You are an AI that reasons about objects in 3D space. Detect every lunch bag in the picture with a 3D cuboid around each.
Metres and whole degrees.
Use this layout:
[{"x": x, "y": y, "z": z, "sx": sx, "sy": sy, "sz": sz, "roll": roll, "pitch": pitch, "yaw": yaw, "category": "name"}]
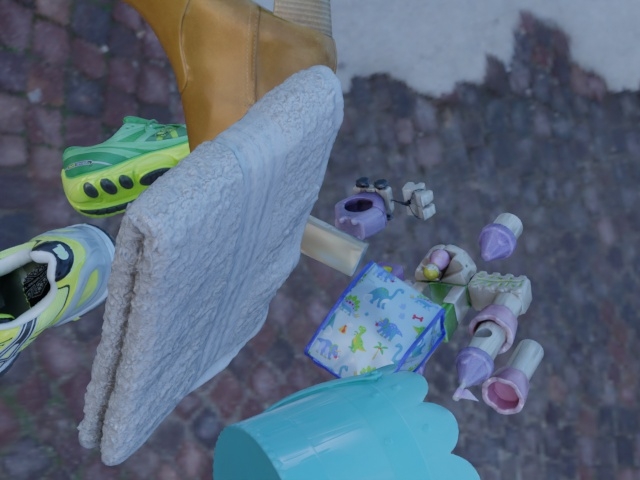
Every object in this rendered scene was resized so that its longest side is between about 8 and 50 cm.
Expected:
[{"x": 0.072, "y": 0.127, "z": 1.715, "sx": 0.151, "sy": 0.129, "sz": 0.096, "roll": -48, "pitch": 155, "yaw": -22, "category": "lunch bag"}]

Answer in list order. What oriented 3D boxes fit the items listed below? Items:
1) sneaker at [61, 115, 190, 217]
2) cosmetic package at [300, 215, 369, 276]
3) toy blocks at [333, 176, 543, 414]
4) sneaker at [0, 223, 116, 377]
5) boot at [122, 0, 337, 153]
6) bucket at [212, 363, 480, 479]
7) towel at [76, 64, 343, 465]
[{"x": -0.209, "y": -0.128, "z": 1.768, "sx": 0.295, "sy": 0.109, "sz": 0.123, "roll": -17, "pitch": 58, "yaw": -21, "category": "sneaker"}, {"x": 0.000, "y": 0.000, "z": 1.658, "sx": 0.060, "sy": 0.115, "sz": 0.041, "roll": -43, "pitch": 158, "yaw": -79, "category": "cosmetic package"}, {"x": 0.136, "y": 0.113, "z": 1.856, "sx": 0.260, "sy": 0.288, "sz": 0.309, "roll": -47, "pitch": 135, "yaw": -47, "category": "toy blocks"}, {"x": -0.435, "y": 0.098, "z": 1.653, "sx": 0.145, "sy": 0.384, "sz": 0.147, "roll": 55, "pitch": 13, "yaw": 12, "category": "sneaker"}, {"x": -0.131, "y": -0.187, "z": 1.337, "sx": 0.104, "sy": 0.295, "sz": 0.211, "roll": -24, "pitch": 119, "yaw": -83, "category": "boot"}, {"x": 0.021, "y": 0.273, "z": 1.288, "sx": 0.183, "sy": 0.281, "sz": 0.281, "roll": -11, "pitch": 88, "yaw": -24, "category": "bucket"}, {"x": -0.076, "y": 0.026, "z": 0.880, "sx": 0.049, "sy": 0.282, "sz": 0.187, "roll": 36, "pitch": 51, "yaw": 13, "category": "towel"}]
